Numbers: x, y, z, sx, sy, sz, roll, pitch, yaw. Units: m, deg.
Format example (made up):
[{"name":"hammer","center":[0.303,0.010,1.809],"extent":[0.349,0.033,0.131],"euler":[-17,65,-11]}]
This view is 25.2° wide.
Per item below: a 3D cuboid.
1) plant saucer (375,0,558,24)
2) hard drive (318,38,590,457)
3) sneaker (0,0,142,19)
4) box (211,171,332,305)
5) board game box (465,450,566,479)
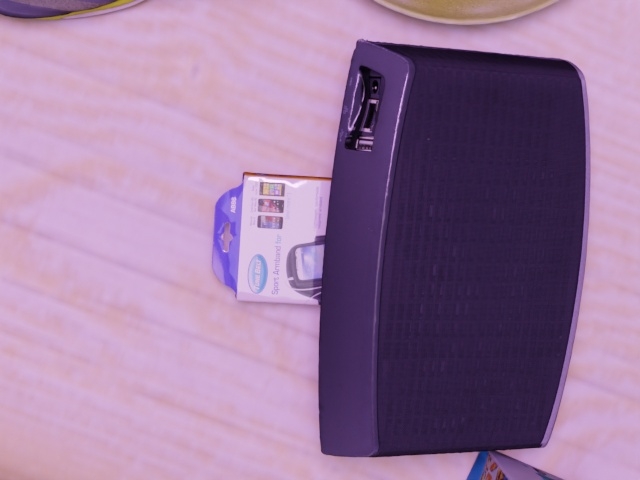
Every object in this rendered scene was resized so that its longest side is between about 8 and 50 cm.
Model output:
[{"name":"plant saucer","center":[0.088,-0.253,0.876],"extent":[0.240,0.037,0.241],"euler":[-1,97,-4]},{"name":"hard drive","center":[0.088,0.011,0.879],"extent":[0.172,0.054,0.255],"euler":[2,97,-26]},{"name":"sneaker","center":[-0.084,-0.202,0.806],"extent":[0.299,0.121,0.111],"euler":[-19,98,17]},{"name":"box","center":[0.000,0.000,0.908],"extent":[0.136,0.028,0.081],"euler":[4,97,-3]},{"name":"board game box","center":[0.118,0.272,0.812],"extent":[0.097,0.303,0.224],"euler":[23,94,-7]}]
